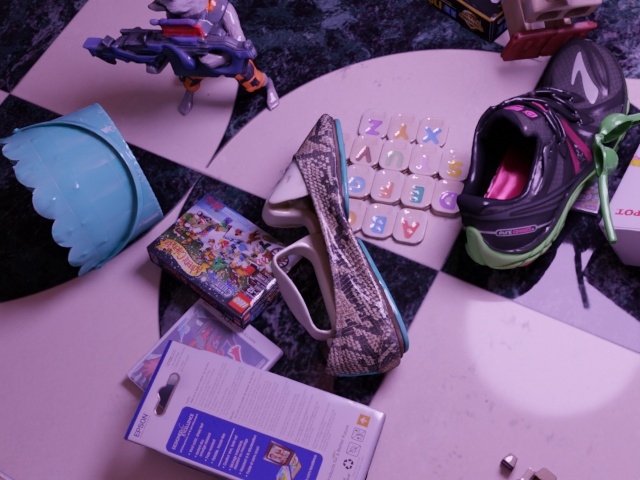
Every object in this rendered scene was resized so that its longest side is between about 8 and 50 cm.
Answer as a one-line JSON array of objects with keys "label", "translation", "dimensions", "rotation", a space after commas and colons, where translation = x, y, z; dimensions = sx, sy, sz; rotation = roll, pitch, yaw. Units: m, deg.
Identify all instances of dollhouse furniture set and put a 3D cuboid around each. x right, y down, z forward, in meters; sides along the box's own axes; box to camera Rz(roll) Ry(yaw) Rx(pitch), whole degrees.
[{"label": "dollhouse furniture set", "translation": [0.285, 0.357, 1.174], "dimensions": [0.091, 0.114, 0.081], "rotation": [38, 77, 22]}, {"label": "dollhouse furniture set", "translation": [0.412, -0.474, 1.408], "dimensions": [0.152, 0.374, 0.201], "rotation": [-9, 81, -5]}]

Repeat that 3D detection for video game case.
[{"label": "video game case", "translation": [0.462, -0.107, 1.458], "dimensions": [0.087, 0.011, 0.122], "rotation": [15, 64, 16]}, {"label": "video game case", "translation": [-0.195, 0.209, 1.376], "dimensions": [0.183, 0.023, 0.201], "rotation": [35, 72, 24]}]

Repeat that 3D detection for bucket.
[{"label": "bucket", "translation": [-0.417, -0.097, 1.443], "dimensions": [0.183, 0.281, 0.281], "rotation": [-32, 62, -14]}]

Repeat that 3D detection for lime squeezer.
[{"label": "lime squeezer", "translation": [0.490, -0.138, 1.328], "dimensions": [0.110, 0.059, 0.310], "rotation": [34, 71, 0]}]

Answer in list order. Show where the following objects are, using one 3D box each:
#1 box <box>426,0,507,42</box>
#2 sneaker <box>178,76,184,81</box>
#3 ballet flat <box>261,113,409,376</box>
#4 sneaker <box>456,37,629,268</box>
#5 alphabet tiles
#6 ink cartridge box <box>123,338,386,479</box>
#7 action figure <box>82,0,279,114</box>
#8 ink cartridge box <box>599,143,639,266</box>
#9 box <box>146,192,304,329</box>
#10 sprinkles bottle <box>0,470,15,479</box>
[{"label": "box", "translation": [0.367, -0.587, 1.699], "dimensions": [0.322, 0.079, 0.257], "rotation": [-41, 65, -14]}, {"label": "sneaker", "translation": [-0.274, -0.361, 1.699], "dimensions": [0.035, 0.031, 0.083], "rotation": [13, 59, 30]}, {"label": "ballet flat", "translation": [0.000, 0.000, 1.366], "dimensions": [0.182, 0.164, 0.482], "rotation": [-12, 67, -8]}, {"label": "sneaker", "translation": [0.381, -0.178, 1.385], "dimensions": [0.185, 0.202, 0.482], "rotation": [10, 60, 40]}, {"label": "alphabet tiles", "translation": [0.132, -0.127, 1.513], "dimensions": [0.284, 0.021, 0.277], "rotation": [11, 64, 13]}, {"label": "ink cartridge box", "translation": [-0.099, 0.295, 1.272], "dimensions": [0.371, 0.069, 0.175], "rotation": [18, 67, 9]}, {"label": "action figure", "translation": [-0.248, -0.369, 1.522], "dimensions": [0.342, 0.330, 0.178], "rotation": [10, 66, 13]}, {"label": "ink cartridge box", "translation": [0.611, -0.088, 1.320], "dimensions": [0.201, 0.117, 0.278], "rotation": [8, 58, 49]}, {"label": "box", "translation": [-0.168, 0.032, 1.443], "dimensions": [0.233, 0.044, 0.159], "rotation": [33, 61, 23]}, {"label": "sprinkles bottle", "translation": [-0.456, 0.441, 1.232], "dimensions": [0.356, 0.121, 0.121], "rotation": [23, 67, 20]}]
